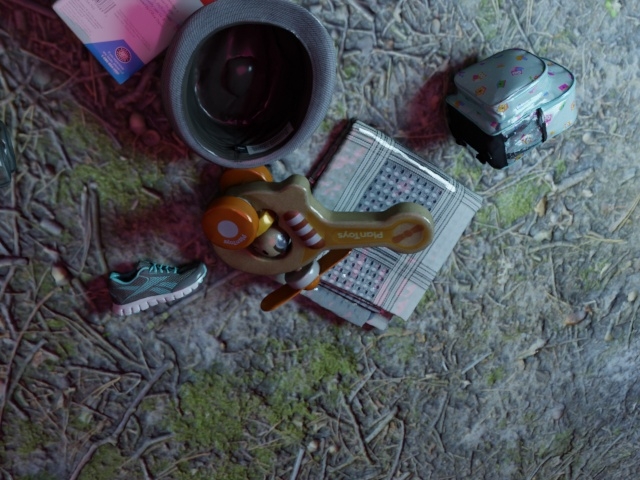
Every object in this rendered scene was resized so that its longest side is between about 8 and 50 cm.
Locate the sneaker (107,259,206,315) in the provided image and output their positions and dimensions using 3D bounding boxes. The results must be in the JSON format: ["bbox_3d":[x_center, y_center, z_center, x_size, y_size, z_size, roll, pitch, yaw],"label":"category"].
[{"bbox_3d":[-0.270,0.063,1.151,0.167,0.065,0.076,-22,115,-10],"label":"sneaker"}]

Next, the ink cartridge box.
[{"bbox_3d":[-0.233,-0.343,0.966,0.231,0.078,0.134,-38,120,1],"label":"ink cartridge box"}]

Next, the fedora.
[{"bbox_3d":[-0.109,-0.242,1.020,0.244,0.124,0.275,-3,130,-14],"label":"fedora"}]

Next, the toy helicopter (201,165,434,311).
[{"bbox_3d":[0.000,0.000,1.110,0.355,0.140,0.234,-1,127,10],"label":"toy helicopter"}]

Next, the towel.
[{"bbox_3d":[0.090,-0.008,1.241,0.312,0.056,0.324,28,103,-27],"label":"towel"}]

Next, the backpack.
[{"bbox_3d":[0.318,-0.228,1.152,0.189,0.166,0.144,-24,128,-10],"label":"backpack"}]

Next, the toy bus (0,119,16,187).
[{"bbox_3d":[-0.487,-0.164,0.891,0.150,0.220,0.211,-12,110,-17],"label":"toy bus"}]
